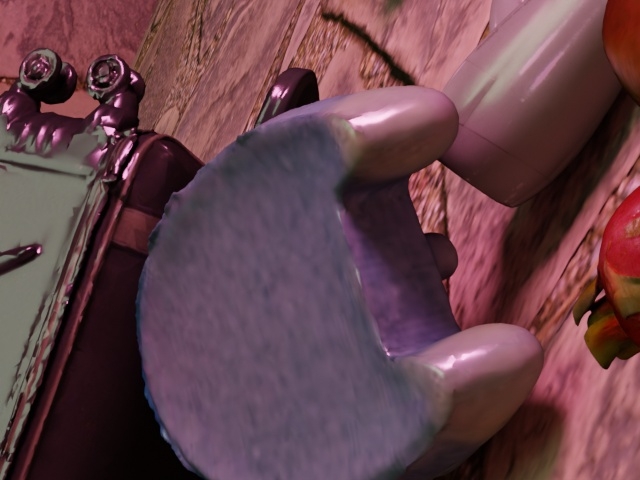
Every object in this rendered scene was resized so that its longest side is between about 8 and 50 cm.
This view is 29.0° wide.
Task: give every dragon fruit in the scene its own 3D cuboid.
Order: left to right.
[{"bbox_3d":[0.136,0.011,0.437,0.116,0.081,0.086,153,125,-64],"label":"dragon fruit"}]

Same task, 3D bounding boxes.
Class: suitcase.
[{"bbox_3d":[-0.167,0.111,0.909,0.194,0.283,0.433,12,75,27],"label":"suitcase"}]

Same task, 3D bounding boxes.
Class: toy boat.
[{"bbox_3d":[0.010,0.041,0.694,0.330,0.123,0.215,-37,70,54],"label":"toy boat"}]

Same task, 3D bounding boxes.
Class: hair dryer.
[{"bbox_3d":[0.136,-0.146,0.678,0.206,0.075,0.237,-53,15,23],"label":"hair dryer"}]

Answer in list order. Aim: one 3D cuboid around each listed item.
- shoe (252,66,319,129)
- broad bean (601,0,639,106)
[{"bbox_3d":[0.000,0.000,0.858,0.108,0.093,0.241,-52,-30,-65],"label":"shoe"},{"bbox_3d":[0.169,-0.081,0.437,0.165,0.084,0.114,-22,36,61],"label":"broad bean"}]
